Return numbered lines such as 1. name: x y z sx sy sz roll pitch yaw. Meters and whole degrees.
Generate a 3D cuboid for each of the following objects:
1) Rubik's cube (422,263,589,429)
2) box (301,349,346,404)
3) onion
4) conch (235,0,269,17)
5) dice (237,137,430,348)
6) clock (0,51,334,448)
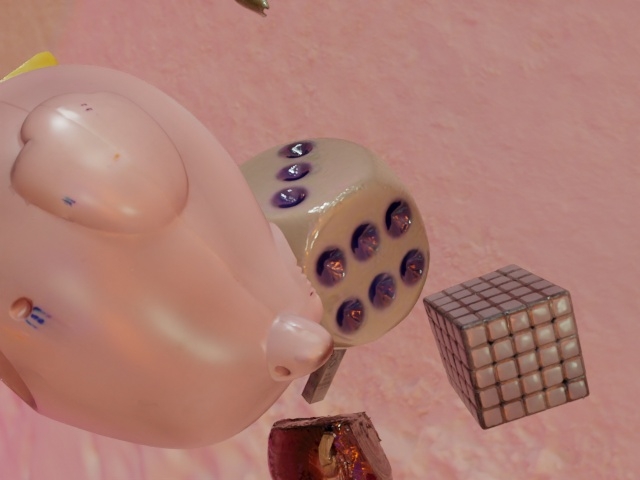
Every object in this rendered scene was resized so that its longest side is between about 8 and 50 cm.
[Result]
1. Rubik's cube: 0.380 0.210 1.277 0.237 0.238 0.236 -128 20 -78
2. box: 0.016 0.303 1.494 0.039 0.055 0.218 40 120 36
3. onion: 0.019 0.487 1.306 0.256 0.272 0.230 -14 83 35
4. conch: -0.169 -0.551 1.376 0.180 0.065 0.088 48 158 24
5. dice: 0.000 0.000 1.116 0.304 0.277 0.304 25 143 48
6. clock: -0.192 0.043 0.581 0.377 0.250 0.368 38 147 -1
